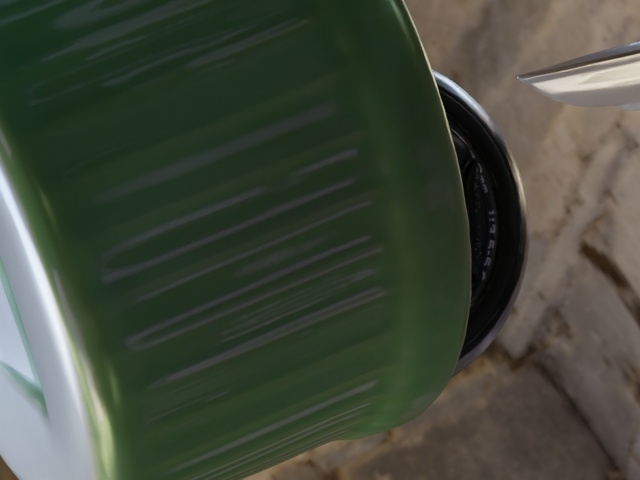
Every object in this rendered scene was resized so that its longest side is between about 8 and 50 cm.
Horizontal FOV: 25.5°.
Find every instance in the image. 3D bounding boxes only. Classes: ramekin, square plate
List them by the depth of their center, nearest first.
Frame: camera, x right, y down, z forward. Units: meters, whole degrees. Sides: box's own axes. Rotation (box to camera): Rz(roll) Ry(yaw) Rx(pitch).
[{"bbox_3d":[-0.090,-0.030,0.584,0.148,0.303,0.303,-25,-1,-25],"label":"ramekin"},{"bbox_3d":[0.379,-0.149,1.050,0.347,0.049,0.344,-5,9,41],"label":"square plate"}]

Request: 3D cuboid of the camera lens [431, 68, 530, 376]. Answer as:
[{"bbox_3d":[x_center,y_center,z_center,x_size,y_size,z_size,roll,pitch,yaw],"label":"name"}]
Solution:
[{"bbox_3d":[0.000,0.000,0.966,0.219,0.219,0.274,-35,5,-16],"label":"camera lens"}]
